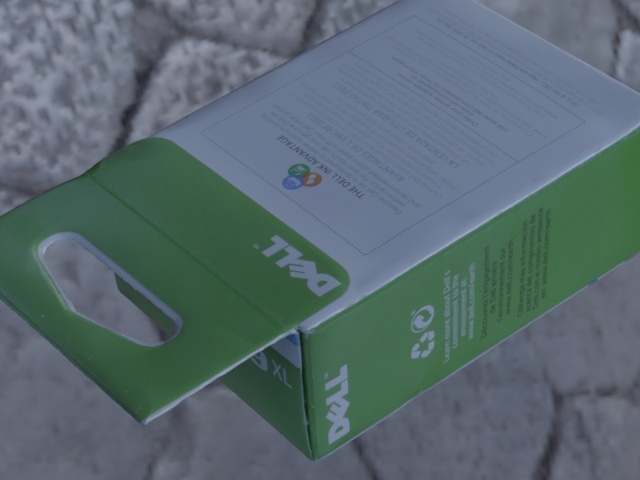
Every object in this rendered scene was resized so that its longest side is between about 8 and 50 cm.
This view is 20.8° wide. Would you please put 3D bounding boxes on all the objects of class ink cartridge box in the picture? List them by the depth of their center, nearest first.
[{"bbox_3d":[0.000,0.000,0.566,0.209,0.109,0.062,-31,138,-27],"label":"ink cartridge box"}]
